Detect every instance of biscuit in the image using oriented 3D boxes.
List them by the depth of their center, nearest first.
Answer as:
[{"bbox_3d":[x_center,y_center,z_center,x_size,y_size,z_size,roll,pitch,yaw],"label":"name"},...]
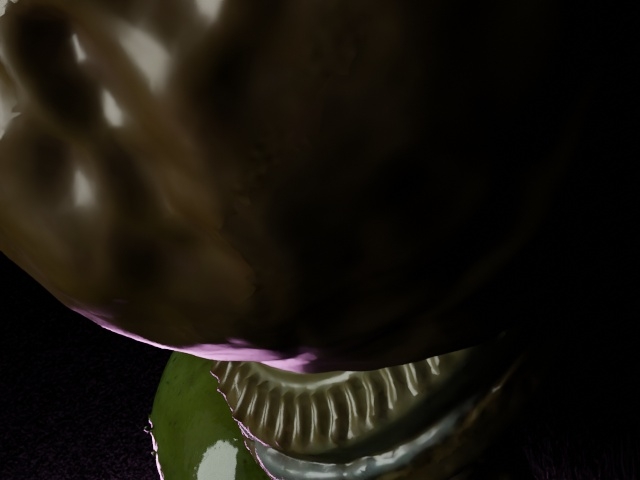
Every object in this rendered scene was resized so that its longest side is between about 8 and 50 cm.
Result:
[{"bbox_3d":[0.034,0.004,0.659,0.259,0.079,0.259,-35,39,35],"label":"biscuit"}]

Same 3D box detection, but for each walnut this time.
[{"bbox_3d":[-0.003,-0.149,0.449,0.354,0.308,0.397,48,135,33],"label":"walnut"}]

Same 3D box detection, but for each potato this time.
[{"bbox_3d":[-0.037,0.164,1.125,0.304,0.216,0.215,-133,42,-65],"label":"potato"}]

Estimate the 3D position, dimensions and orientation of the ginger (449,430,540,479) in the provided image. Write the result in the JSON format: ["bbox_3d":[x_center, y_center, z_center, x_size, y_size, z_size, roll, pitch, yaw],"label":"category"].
[{"bbox_3d":[0.092,0.178,0.649,0.137,0.074,0.213,2,91,60],"label":"ginger"}]
